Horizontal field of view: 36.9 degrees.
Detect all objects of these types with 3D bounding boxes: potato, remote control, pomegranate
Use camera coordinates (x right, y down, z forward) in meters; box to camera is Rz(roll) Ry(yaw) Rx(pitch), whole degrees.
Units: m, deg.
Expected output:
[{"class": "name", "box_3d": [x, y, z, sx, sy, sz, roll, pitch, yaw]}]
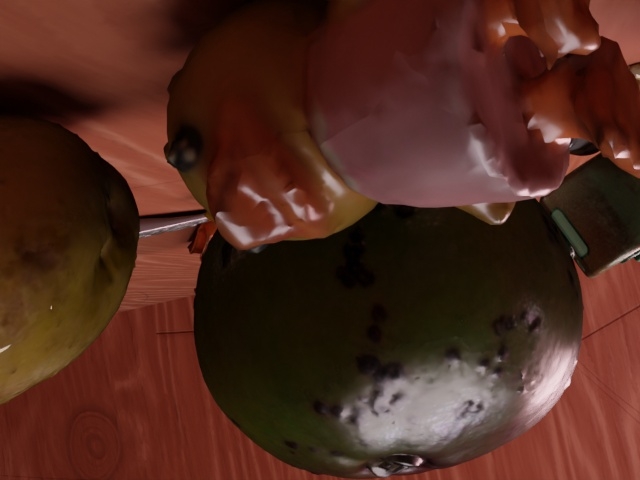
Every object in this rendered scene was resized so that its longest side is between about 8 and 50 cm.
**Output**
[{"class": "potato", "box_3d": [-0.237, 0.012, 0.657, 0.242, 0.242, 0.285, -12, 168, -1]}, {"class": "remote control", "box_3d": [-0.221, -0.021, 1.281, 0.184, 0.027, 0.050, -14, 178, -40]}, {"class": "pomegranate", "box_3d": [0.047, 0.013, 0.707, 0.291, 0.323, 0.291, -1, 177, 0]}]

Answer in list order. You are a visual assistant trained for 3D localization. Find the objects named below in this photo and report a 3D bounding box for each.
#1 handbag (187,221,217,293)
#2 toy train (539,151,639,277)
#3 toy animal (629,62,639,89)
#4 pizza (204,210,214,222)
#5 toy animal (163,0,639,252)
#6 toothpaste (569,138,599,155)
[{"class": "handbag", "box_3d": [0.000, 0.000, 1.551, 0.410, 0.116, 0.303, -10, 177, -13]}, {"class": "toy train", "box_3d": [0.394, -0.075, 1.083, 0.326, 0.129, 0.159, -32, 168, 3]}, {"class": "toy animal", "box_3d": [0.349, -0.156, 0.965, 0.083, 0.060, 0.081, -15, -146, 18]}, {"class": "pizza", "box_3d": [-0.060, -0.021, 1.264, 0.185, 0.052, 0.195, 22, -167, 0]}, {"class": "toy animal", "box_3d": [0.022, -0.081, 0.532, 0.281, 0.195, 0.169, -19, -148, 26]}, {"class": "toothpaste", "box_3d": [0.332, -0.140, 1.125, 0.099, 0.068, 0.282, 18, -160, 34]}]
